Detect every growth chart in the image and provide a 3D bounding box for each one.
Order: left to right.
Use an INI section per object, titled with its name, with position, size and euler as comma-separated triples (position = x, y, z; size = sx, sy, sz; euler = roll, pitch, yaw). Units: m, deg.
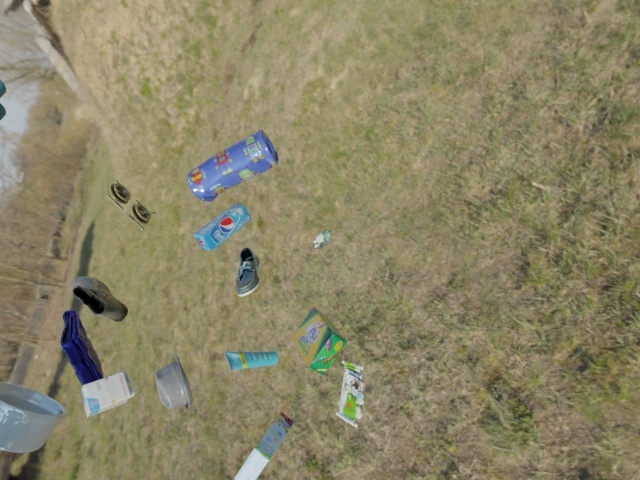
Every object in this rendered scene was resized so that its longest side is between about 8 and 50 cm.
[growth chart]
position = 0.121, 0.600, 1.691
size = 0.172, 0.021, 0.238
euler = -19, 58, 58

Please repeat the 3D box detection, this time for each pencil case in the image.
[pencil case]
position = -0.279, -0.232, 1.377
size = 0.305, 0.133, 0.120
euler = -26, 55, 14

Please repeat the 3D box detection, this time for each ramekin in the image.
[ramekin]
position = -1.036, 0.600, 1.448
size = 0.277, 0.277, 0.135
euler = 0, 60, 55

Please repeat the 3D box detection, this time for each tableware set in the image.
[tableware set]
position = -0.715, -0.144, 1.626
size = 0.039, 0.194, 0.128
euler = -28, 35, 12

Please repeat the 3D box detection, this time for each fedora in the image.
[fedora]
position = -0.721, 0.698, 2.064
size = 0.276, 0.124, 0.244
euler = 54, 143, 30

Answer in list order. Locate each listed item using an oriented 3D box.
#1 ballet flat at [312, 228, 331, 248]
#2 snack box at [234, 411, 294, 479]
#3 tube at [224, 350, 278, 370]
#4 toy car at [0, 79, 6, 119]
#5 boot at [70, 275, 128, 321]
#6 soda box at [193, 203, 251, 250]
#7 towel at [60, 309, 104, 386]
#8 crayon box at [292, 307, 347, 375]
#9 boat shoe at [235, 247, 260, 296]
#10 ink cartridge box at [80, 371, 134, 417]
[ballet flat]
position = 0.000, 0.000, 2.149
size = 0.188, 0.070, 0.070
euler = 121, 153, -62
[snack box]
position = -0.194, 0.737, 1.506
size = 0.070, 0.207, 0.175
euler = 35, 114, 11
[tube]
position = -0.258, 0.446, 1.600
size = 0.080, 0.207, 0.052
euler = 49, 119, 42
[toy car]
position = -1.021, -0.370, 1.129
size = 0.210, 0.237, 0.219
euler = -32, 34, 49
[boot]
position = -0.757, 0.173, 1.404
size = 0.246, 0.161, 0.084
euler = 30, 74, 15
[soda box]
position = -0.359, -0.051, 1.576
size = 0.071, 0.067, 0.210
euler = 8, 41, 42
[towel]
position = -0.949, 0.452, 1.722
size = 0.228, 0.076, 0.309
euler = -133, 32, -52
[crayon box]
position = -0.010, 0.409, 1.768
size = 0.165, 0.081, 0.278
euler = -54, 22, 0
[boat shoe]
position = -0.331, 0.134, 1.885
size = 0.116, 0.099, 0.319
euler = -20, 24, 7
[ink cartridge box]
position = -0.708, 0.511, 1.427
size = 0.090, 0.143, 0.092
euler = -45, 65, 44
